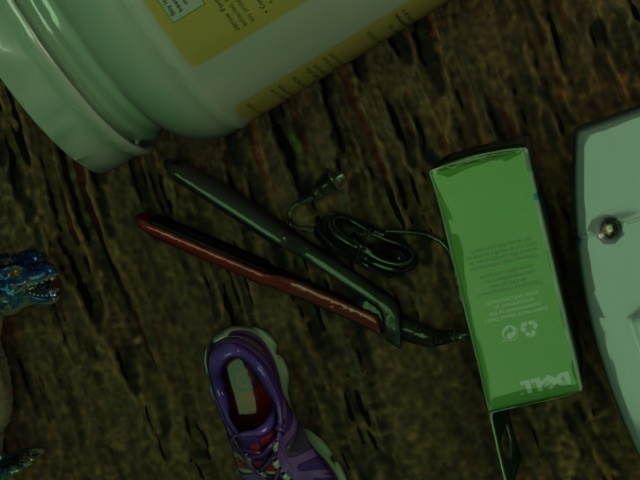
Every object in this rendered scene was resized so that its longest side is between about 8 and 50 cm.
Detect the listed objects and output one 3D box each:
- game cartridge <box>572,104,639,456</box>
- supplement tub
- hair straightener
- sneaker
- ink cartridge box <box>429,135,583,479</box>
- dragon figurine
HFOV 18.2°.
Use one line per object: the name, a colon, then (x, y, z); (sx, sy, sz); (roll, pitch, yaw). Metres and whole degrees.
game cartridge: (0.260, 0.050, 1.157); (0.196, 0.060, 0.294); (-19, 95, 5)
supplement tub: (-0.041, -0.209, 1.174); (0.331, 0.241, 0.241); (-30, 92, 9)
hair straightener: (0.000, 0.000, 1.290); (0.230, 0.047, 0.089); (26, 99, 3)
sneaker: (-0.035, 0.139, 1.299); (0.068, 0.071, 0.170); (-27, 94, 9)
ink cartridge box: (0.125, 0.044, 1.250); (0.062, 0.109, 0.209); (-13, 95, 9)
dragon figurine: (-0.280, 0.113, 1.316); (0.289, 0.085, 0.144); (-28, 91, 5)
